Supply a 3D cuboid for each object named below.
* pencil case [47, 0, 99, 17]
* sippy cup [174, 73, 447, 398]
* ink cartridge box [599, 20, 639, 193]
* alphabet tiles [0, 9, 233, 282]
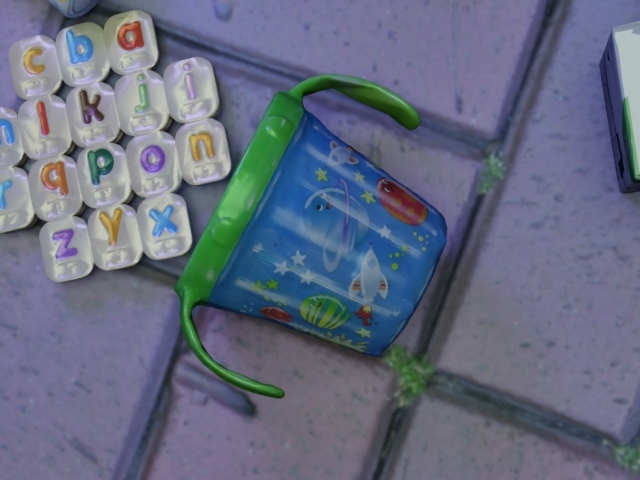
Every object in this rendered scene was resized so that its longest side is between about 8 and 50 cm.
[{"bbox_3d":[-0.341,-0.354,1.511,0.273,0.124,0.113,35,99,6],"label":"pencil case"},{"bbox_3d":[0.000,0.000,1.427,0.224,0.240,0.305,28,113,-4],"label":"sippy cup"},{"bbox_3d":[0.337,-0.131,1.398,0.087,0.208,0.153,-9,86,8],"label":"ink cartridge box"},{"bbox_3d":[-0.241,-0.103,1.531,0.284,0.021,0.278,-13,83,9],"label":"alphabet tiles"}]
